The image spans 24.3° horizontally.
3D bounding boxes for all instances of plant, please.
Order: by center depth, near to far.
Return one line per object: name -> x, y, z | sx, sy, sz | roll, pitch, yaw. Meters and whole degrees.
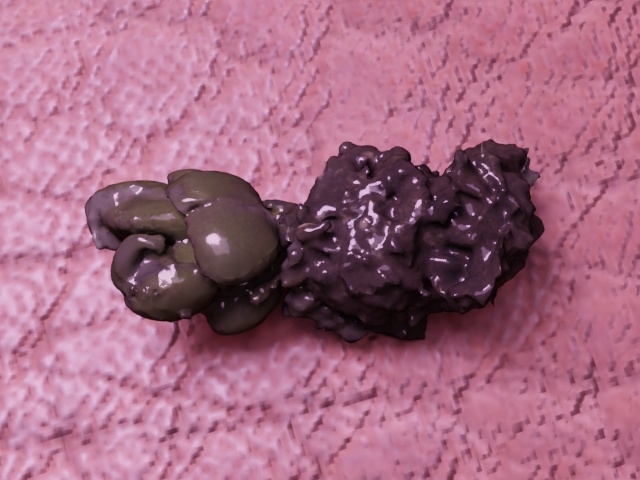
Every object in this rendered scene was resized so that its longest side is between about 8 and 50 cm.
plant -> 0.000, 0.000, 0.557 | 0.174, 0.087, 0.085 | -4, 45, -4
